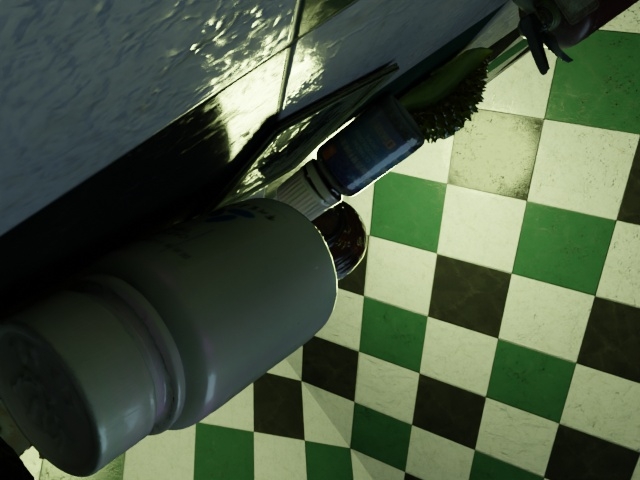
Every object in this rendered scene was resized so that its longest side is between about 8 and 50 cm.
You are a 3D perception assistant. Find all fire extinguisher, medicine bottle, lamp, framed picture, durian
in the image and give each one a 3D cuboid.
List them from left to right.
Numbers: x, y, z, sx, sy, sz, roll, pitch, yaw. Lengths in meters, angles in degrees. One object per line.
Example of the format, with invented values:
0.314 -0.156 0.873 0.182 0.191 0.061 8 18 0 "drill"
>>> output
-0.125 0.074 0.558 0.170 0.170 0.293 -35 177 39 "medicine bottle"
-0.033 -0.094 0.638 0.173 0.010 0.231 -36 180 -34 "framed picture"
0.000 0.000 1.540 0.247 0.247 0.247 -36 -179 0 "lamp"
0.035 -0.102 0.810 0.203 0.083 0.083 -36 -179 22 "medicine bottle"
0.162 -0.190 0.904 0.221 0.095 0.137 -30 179 -8 "durian"
0.315 -0.289 0.714 0.269 0.105 0.105 -36 -179 -28 "fire extinguisher"

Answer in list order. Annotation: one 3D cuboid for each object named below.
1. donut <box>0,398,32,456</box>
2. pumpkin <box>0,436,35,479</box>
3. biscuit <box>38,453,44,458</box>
-0.496 0.287 0.959 0.166 0.108 0.065 -41 -157 18 "donut"
-0.300 0.213 0.306 0.320 0.192 0.320 -34 -178 1 "pumpkin"
-0.430 0.259 0.995 0.133 0.027 0.184 -42 -141 53 "biscuit"
